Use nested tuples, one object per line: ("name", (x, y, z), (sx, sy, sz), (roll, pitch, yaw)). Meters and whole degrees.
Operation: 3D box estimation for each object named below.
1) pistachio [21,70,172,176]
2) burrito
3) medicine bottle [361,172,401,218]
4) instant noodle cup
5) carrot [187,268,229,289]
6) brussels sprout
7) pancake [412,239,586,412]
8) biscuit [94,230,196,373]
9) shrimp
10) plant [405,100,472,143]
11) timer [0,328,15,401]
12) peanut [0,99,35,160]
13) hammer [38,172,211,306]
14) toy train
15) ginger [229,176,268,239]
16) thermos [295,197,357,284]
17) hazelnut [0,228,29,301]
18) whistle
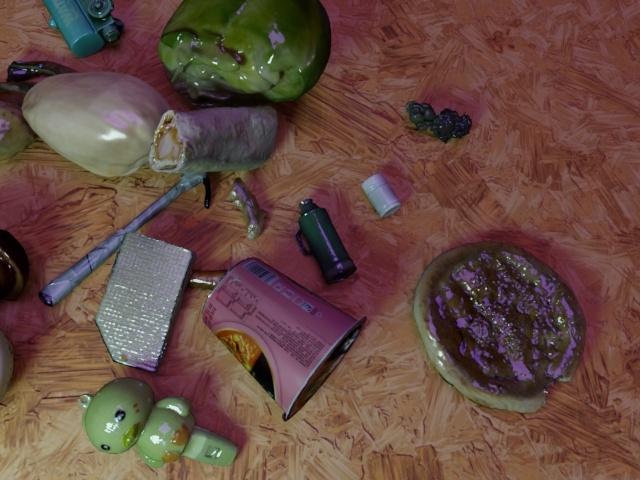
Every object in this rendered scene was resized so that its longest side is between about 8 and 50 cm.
("pistachio", (-0.456, -0.247, 1.149), (0.317, 0.193, 0.214), (15, 100, 2))
("burrito", (-0.210, -0.209, 1.166), (0.105, 0.144, 0.299), (25, 26, 30))
("medicine bottle", (0.139, -0.102, 1.258), (0.057, 0.057, 0.089), (-28, 76, -17))
("instant noodle cup", (-0.080, 0.167, 1.054), (0.255, 0.244, 0.244), (36, 69, 15))
("carrot", (-0.258, 0.080, 1.141), (0.190, 0.047, 0.047), (4, 69, -4))
("brussels sprout", (-0.159, -0.437, 1.220), (0.370, 0.276, 0.315), (-8, 65, 17))
("pancake", (0.391, 0.174, 1.183), (0.381, 0.071, 0.383), (3, 69, -7))
("biscuit", (-0.350, 0.120, 1.092), (0.150, 0.052, 0.253), (15, 79, 2))
("shrimp", (-0.648, -0.354, 1.242), (0.254, 0.059, 0.146), (7, 66, -6))
("plant", (0.286, -0.290, 1.343), (0.174, 0.087, 0.085), (16, 38, -7))
("timer", (-0.648, 0.220, 0.923), (0.233, 0.240, 0.234), (3, 77, -13))
("peanut", (-0.687, -0.231, 1.165), (0.159, 0.109, 0.141), (6, 79, -18))
("hammer", (-0.410, -0.025, 1.163), (0.152, 0.044, 0.427), (45, 71, 9))
("toy train", (-0.573, -0.550, 1.312), (0.159, 0.101, 0.248), (-33, 75, -4))
("ginger", (-0.158, -0.072, 1.215), (0.057, 0.044, 0.137), (-16, 77, -44))
("thermos", (0.004, -0.002, 1.200), (0.073, 0.083, 0.188), (-13, 69, -35))
("hazelnut", (-0.650, 0.047, 1.028), (0.201, 0.170, 0.161), (4, 62, 6))
("whistle", (-0.294, 0.342, 0.989), (0.293, 0.141, 0.141), (25, 68, 2))
